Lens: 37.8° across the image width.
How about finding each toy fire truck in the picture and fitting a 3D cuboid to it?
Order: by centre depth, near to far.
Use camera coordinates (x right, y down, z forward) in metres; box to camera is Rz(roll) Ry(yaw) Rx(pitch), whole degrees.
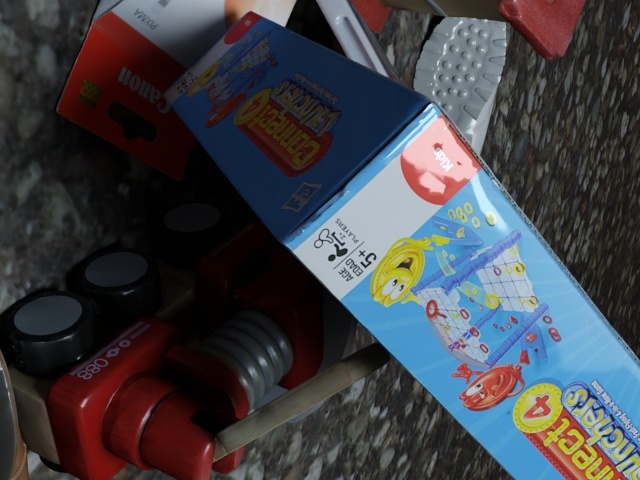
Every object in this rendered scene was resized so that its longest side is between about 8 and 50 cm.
[{"bbox_3d":[-0.054,0.073,0.614,0.217,0.246,0.158,-39,138,-44],"label":"toy fire truck"}]

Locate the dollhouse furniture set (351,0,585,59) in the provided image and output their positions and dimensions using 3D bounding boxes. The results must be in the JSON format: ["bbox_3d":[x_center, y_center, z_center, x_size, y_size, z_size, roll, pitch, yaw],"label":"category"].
[{"bbox_3d":[0.050,-0.273,0.657,0.374,0.201,0.152,22,87,-55],"label":"dollhouse furniture set"}]

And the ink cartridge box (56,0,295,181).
[{"bbox_3d":[-0.089,-0.140,0.642,0.145,0.045,0.179,32,76,-60],"label":"ink cartridge box"}]

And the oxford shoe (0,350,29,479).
[{"bbox_3d":[-0.216,0.142,0.583,0.076,0.076,0.212,-80,175,-70],"label":"oxford shoe"}]

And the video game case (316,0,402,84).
[{"bbox_3d":[0.060,-0.112,0.762,0.023,0.183,0.201,-29,167,10],"label":"video game case"}]

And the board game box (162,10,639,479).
[{"bbox_3d":[0.059,0.018,0.570,0.086,0.308,0.302,-44,117,1],"label":"board game box"}]

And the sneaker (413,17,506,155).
[{"bbox_3d":[0.150,-0.149,1.024,0.095,0.090,0.235,-32,138,-66],"label":"sneaker"}]

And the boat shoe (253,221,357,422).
[{"bbox_3d":[-0.004,-0.001,0.804,0.105,0.113,0.306,6,86,-67],"label":"boat shoe"}]
